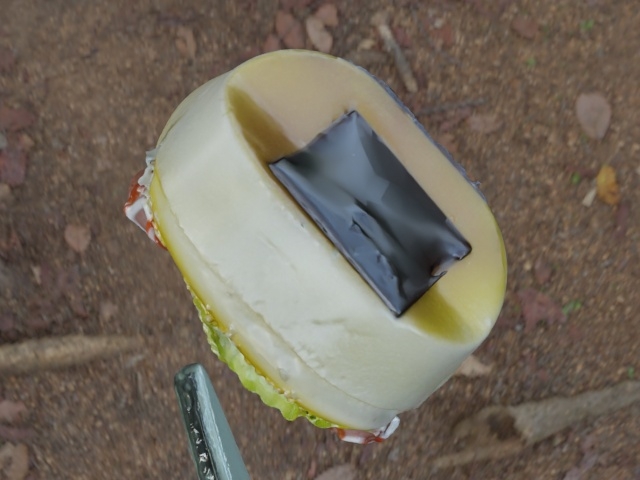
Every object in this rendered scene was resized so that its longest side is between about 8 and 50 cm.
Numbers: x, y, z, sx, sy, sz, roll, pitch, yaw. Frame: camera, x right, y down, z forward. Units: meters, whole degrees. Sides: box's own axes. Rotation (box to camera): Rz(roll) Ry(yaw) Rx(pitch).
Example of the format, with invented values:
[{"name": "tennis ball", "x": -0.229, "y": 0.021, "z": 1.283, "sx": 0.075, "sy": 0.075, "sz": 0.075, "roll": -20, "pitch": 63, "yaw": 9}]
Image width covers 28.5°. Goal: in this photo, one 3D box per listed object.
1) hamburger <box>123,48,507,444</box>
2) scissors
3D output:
[{"name": "hamburger", "x": 0.000, "y": 0.000, "z": 0.673, "sx": 0.210, "sy": 0.116, "sz": 0.173, "roll": 46, "pitch": 49, "yaw": -2}, {"name": "scissors", "x": -0.051, "y": 0.222, "z": 0.904, "sx": 0.041, "sy": 0.138, "sz": 0.289, "roll": -30, "pitch": 69, "yaw": 26}]
